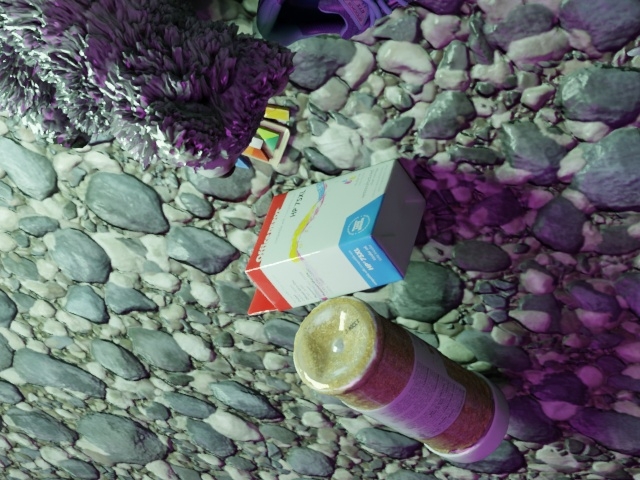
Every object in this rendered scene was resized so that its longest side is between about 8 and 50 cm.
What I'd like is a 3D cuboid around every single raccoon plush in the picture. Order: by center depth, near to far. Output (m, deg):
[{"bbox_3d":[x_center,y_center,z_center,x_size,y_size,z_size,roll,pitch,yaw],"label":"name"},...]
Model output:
[{"bbox_3d":[-0.238,-0.221,1.280,0.446,0.216,0.299,37,168,-33],"label":"raccoon plush"}]

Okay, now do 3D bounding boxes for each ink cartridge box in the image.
[{"bbox_3d":[0.000,0.000,1.584,0.231,0.134,0.078,-16,128,33],"label":"ink cartridge box"}]

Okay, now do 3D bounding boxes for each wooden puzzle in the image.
[{"bbox_3d":[-0.077,-0.121,1.577,0.079,0.014,0.116,18,139,3],"label":"wooden puzzle"}]

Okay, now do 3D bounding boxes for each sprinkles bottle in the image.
[{"bbox_3d":[0.109,0.180,1.646,0.121,0.121,0.355,-11,153,30],"label":"sprinkles bottle"}]

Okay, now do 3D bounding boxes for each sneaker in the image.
[{"bbox_3d":[0.059,-0.252,1.304,0.283,0.122,0.110,-14,129,33],"label":"sneaker"}]

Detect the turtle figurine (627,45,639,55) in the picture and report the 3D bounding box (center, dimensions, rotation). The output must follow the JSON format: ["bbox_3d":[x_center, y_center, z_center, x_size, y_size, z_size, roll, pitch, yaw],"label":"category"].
[{"bbox_3d":[0.378,-0.269,1.109,0.275,0.197,0.266,25,134,-11],"label":"turtle figurine"}]
